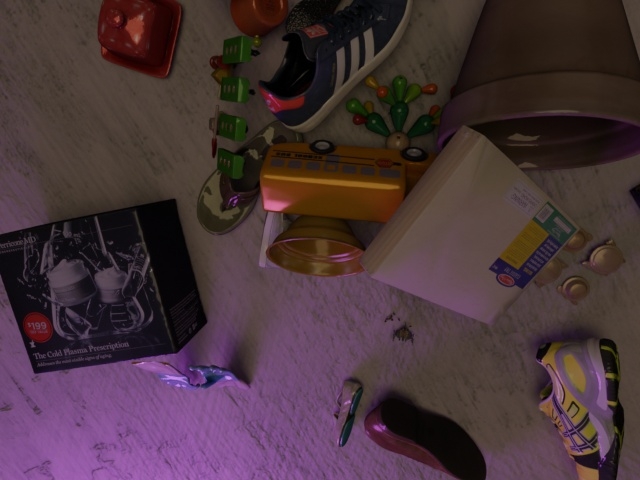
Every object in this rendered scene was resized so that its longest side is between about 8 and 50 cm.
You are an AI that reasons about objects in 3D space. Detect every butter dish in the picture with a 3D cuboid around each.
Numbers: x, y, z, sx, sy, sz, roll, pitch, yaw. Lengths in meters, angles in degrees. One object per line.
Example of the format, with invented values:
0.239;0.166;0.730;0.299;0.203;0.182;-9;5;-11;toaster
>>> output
-0.381;-0.429;0.867;0.160;0.118;0.160;19;103;2;butter dish

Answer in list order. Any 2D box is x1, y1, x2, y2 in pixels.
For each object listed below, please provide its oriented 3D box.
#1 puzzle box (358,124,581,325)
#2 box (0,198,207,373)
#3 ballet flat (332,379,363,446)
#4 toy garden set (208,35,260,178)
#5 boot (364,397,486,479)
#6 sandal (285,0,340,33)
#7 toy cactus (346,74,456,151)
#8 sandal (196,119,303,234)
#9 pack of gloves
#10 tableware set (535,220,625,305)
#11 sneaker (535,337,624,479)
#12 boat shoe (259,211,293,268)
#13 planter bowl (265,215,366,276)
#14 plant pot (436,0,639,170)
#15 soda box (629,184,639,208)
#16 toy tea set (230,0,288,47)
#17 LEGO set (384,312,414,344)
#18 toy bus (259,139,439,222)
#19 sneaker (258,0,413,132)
0.290;0.006;0.790;0.409;0.052;0.272;24;108;-39;puzzle box
-0.475;0.096;0.961;0.344;0.179;0.312;-10;99;9;box
0.058;0.409;1.036;0.052;0.057;0.168;22;102;30;ballet flat
-0.173;-0.261;0.857;0.049;0.204;0.244;-2;109;-29;toy garden set
0.243;0.474;1.014;0.305;0.112;0.115;31;134;-5;boot
0.002;-0.464;0.858;0.067;0.040;0.179;42;89;-9;sandal
0.162;-0.231;0.861;0.219;0.112;0.180;-1;112;-2;toy cactus
-0.163;-0.138;0.919;0.120;0.086;0.302;42;104;-3;sandal
-0.283;0.323;0.974;0.195;0.232;0.046;-2;60;7;pack of gloves
0.533;0.050;0.910;0.141;0.020;0.168;39;105;0;tableware set
0.562;0.375;0.938;0.147;0.145;0.384;-1;107;39;sneaker
-0.092;-0.023;0.950;0.063;0.066;0.184;9;101;-9;boat shoe
0.000;0.000;0.904;0.217;0.217;0.090;2;66;6;planter bowl
0.372;-0.290;0.734;0.324;0.323;0.280;4;86;6;plant pot
0.685;-0.040;0.850;0.053;0.060;0.168;-32;97;14;soda box
-0.109;-0.550;0.815;0.200;0.124;0.335;34;86;-35;toy tea set
0.183;0.202;0.988;0.054;0.023;0.083;-23;85;9;LEGO set
0.061;-0.113;0.844;0.333;0.130;0.108;6;133;4;toy bus
0.024;-0.364;0.792;0.350;0.148;0.131;-50;56;8;sneaker
